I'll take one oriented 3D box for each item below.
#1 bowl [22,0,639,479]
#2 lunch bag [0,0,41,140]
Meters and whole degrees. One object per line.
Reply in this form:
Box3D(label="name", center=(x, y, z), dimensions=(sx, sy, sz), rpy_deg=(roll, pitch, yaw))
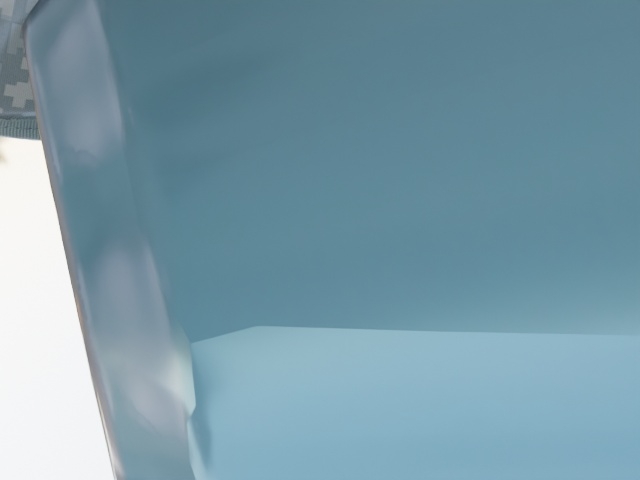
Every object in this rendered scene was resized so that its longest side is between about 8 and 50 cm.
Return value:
Box3D(label="bowl", center=(0.000, 0.000, 0.498), dimensions=(0.163, 0.311, 0.311), rpy_deg=(-12, -168, -9))
Box3D(label="lunch bag", center=(-0.076, -0.177, 0.697), dimensions=(0.287, 0.235, 0.169), rpy_deg=(-5, -138, -29))
